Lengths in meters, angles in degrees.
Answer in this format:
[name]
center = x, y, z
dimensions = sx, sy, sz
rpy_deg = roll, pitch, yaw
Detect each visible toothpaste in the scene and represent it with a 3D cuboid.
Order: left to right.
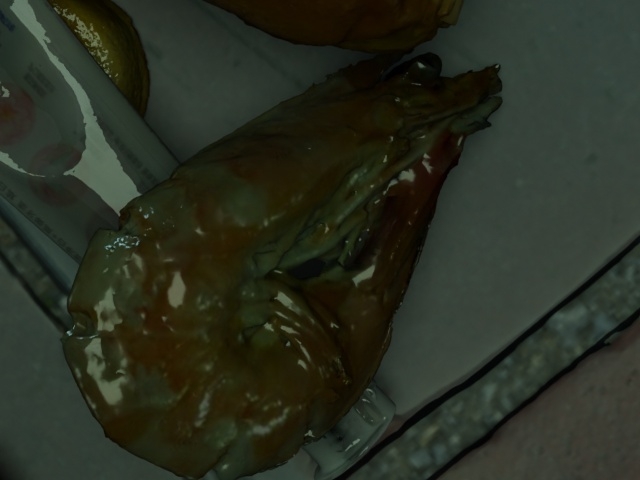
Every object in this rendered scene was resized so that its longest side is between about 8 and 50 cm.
[toothpaste]
center = -0.092, -0.007, 0.840
dimensions = 0.100, 0.066, 0.323
rpy_deg = -43, 98, 6

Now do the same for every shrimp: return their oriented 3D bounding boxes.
[shrimp]
center = 0.000, 0.000, 0.813
dimensions = 0.294, 0.062, 0.154
rpy_deg = -42, 105, -21

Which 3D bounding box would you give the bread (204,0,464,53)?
[bread]
center = -0.052, -0.193, 0.780
dimensions = 0.288, 0.204, 0.156
rpy_deg = 24, 89, -3

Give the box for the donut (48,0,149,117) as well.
[donut]
center = -0.142, -0.089, 0.870
dimensions = 0.097, 0.043, 0.108
rpy_deg = -27, 96, 4

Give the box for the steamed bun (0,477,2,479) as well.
[steamed bun]
center = -0.272, 0.174, 0.856
dimensions = 0.212, 0.110, 0.231
rpy_deg = -39, 88, 4
